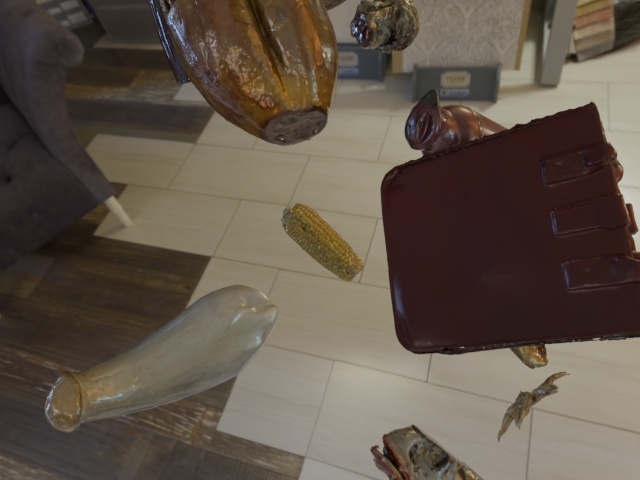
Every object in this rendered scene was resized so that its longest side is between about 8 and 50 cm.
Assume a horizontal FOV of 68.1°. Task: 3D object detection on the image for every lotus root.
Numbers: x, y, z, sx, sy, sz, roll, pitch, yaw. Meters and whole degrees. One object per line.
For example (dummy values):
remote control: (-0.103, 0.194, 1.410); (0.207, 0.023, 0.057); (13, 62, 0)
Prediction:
lotus root: (-0.065, -0.215, 0.588); (0.188, 0.199, 0.179); (-29, 74, 27)

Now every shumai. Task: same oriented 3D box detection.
shumai: (0.171, -0.665, 1.391); (0.184, 0.185, 0.218); (-33, 58, 38)

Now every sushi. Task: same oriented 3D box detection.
sushi: (0.224, 0.456, 0.902); (0.130, 0.332, 0.124); (-44, 30, -6)

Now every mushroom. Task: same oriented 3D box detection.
mushroom: (-0.180, 0.148, 0.574); (0.270, 0.118, 0.103); (-27, 60, -25)

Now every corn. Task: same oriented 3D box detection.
corn: (0.000, 0.000, 1.609); (0.347, 0.130, 0.130); (41, 70, 14)

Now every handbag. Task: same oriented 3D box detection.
handbag: (0.211, 0.001, 0.559); (0.276, 0.084, 0.260); (-17, 67, 34)

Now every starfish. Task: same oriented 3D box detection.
starfish: (0.576, 0.436, 1.282); (0.277, 0.235, 0.062); (-35, 71, -6)

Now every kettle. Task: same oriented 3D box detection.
kettle: (-0.318, -0.528, 1.166); (0.202, 0.232, 0.144); (1, 38, 27)

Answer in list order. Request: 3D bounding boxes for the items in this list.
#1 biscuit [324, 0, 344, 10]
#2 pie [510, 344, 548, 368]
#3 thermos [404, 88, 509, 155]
biscuit: (0.007, -0.686, 1.146); (0.273, 0.257, 0.049); (-37, 54, 4)
pie: (0.545, 0.274, 1.308); (0.193, 0.163, 0.079); (43, 113, 6)
thermos: (0.263, -0.149, 0.827); (0.330, 0.136, 0.109); (12, 52, -35)
